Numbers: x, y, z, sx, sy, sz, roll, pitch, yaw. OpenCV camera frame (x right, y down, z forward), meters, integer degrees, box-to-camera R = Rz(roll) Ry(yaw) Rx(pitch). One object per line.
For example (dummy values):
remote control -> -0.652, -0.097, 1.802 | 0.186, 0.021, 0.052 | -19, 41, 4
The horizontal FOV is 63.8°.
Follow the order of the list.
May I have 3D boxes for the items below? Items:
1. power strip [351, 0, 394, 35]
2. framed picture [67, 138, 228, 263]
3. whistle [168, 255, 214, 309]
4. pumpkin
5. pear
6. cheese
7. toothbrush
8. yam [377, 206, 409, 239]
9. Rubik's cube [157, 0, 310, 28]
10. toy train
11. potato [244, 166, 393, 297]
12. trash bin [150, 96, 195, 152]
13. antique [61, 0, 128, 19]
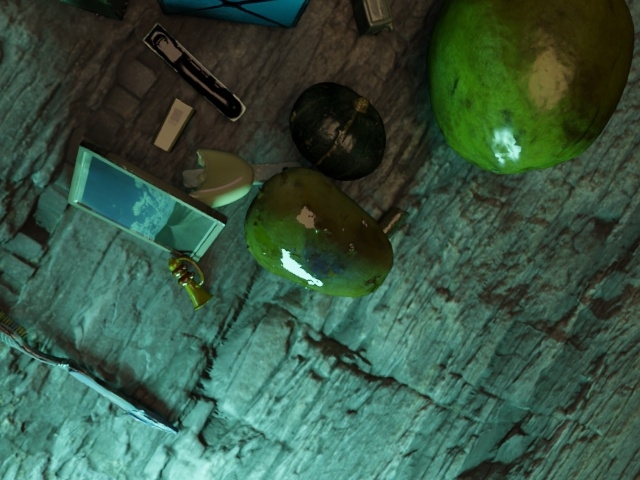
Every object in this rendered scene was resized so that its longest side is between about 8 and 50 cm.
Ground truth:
power strip -> 0.068, -0.506, 0.930 | 0.052, 0.078, 0.272 | -20, 103, -7
framed picture -> -0.302, -0.056, 0.891 | 0.260, 0.189, 0.023 | 29, 53, -16
whistle -> -0.247, 0.076, 0.973 | 0.046, 0.057, 0.109 | -39, 105, -30
pumpkin -> 0.033, -0.197, 0.927 | 0.146, 0.190, 0.190 | -28, 106, 23
pear -> 0.348, -0.308, 0.882 | 0.351, 0.352, 0.414 | 3, 80, -12
cheese -> -0.142, -0.118, 0.950 | 0.235, 0.050, 0.127 | -6, 57, -20
toothbrush -> -0.440, 0.263, 0.974 | 0.413, 0.042, 0.035 | 40, 126, -16
yam -> 0.135, -0.029, 1.044 | 0.043, 0.043, 0.094 | 40, 88, -15
Rubik's cube -> -0.136, -0.495, 0.801 | 0.260, 0.259, 0.255 | 4, 97, -9
toy train -> -0.221, -0.295, 0.920 | 0.207, 0.047, 0.043 | 41, 90, -16
potato -> 0.000, 0.000, 0.942 | 0.307, 0.173, 0.210 | 31, 115, -21
trash bin -> -0.263, -0.205, 0.921 | 0.043, 0.061, 0.092 | 28, 95, -15
antique -> -0.378, -0.454, 0.809 | 0.151, 0.148, 0.147 | 15, 94, -11
